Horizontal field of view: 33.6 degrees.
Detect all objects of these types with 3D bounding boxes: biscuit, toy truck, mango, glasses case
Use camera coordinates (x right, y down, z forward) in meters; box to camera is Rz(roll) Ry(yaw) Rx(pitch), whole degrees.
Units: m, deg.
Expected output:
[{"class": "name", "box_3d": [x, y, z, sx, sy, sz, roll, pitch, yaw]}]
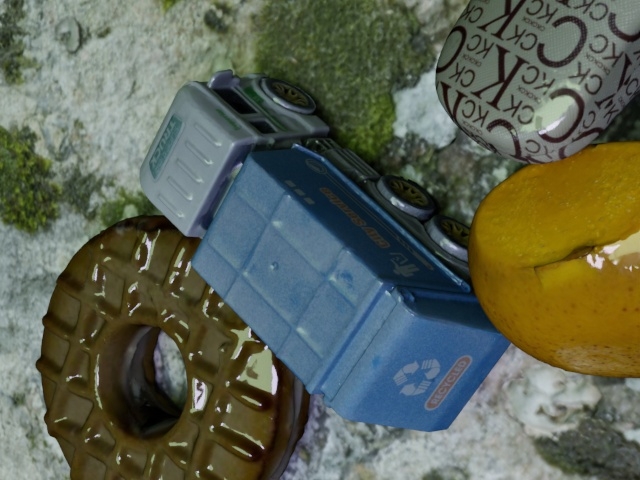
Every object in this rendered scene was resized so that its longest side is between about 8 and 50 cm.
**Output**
[{"class": "biscuit", "box_3d": [-0.155, 0.132, 1.064, 0.332, 0.103, 0.332, 3, 95, 34]}, {"class": "toy truck", "box_3d": [0.000, 0.000, 0.914, 0.367, 0.175, 0.146, 43, 116, 25]}, {"class": "mango", "box_3d": [0.241, 0.012, 0.738, 0.290, 0.191, 0.160, -17, 47, 49]}, {"class": "glasses case", "box_3d": [0.219, -0.211, 0.750, 0.137, 0.085, 0.355, 37, 89, 38]}]
